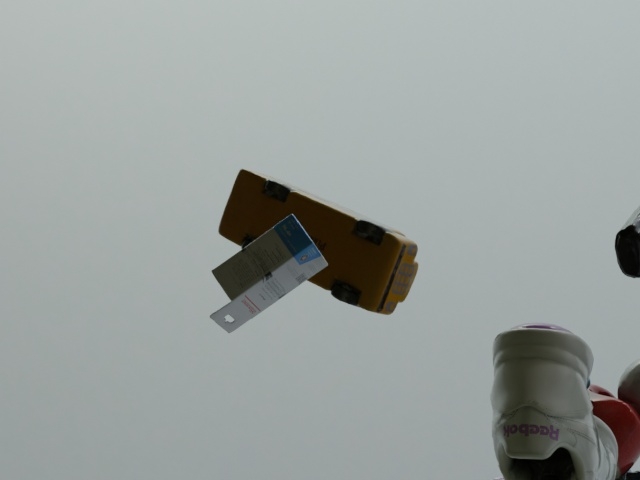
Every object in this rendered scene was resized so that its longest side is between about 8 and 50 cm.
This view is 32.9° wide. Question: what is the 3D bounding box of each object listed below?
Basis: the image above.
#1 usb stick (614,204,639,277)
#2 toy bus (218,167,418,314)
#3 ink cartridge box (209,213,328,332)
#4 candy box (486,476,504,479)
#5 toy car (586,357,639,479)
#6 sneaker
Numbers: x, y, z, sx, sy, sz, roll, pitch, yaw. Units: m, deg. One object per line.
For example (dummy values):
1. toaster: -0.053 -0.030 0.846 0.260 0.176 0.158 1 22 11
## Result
1. usb stick: 0.481 -0.036 1.533 0.045 0.077 0.278 1 -155 36
2. toy bus: 0.000 0.000 1.494 0.332 0.130 0.108 25 -85 40
3. ink cartridge box: -0.040 0.023 0.727 0.083 0.048 0.028 -35 -113 -1
4. candy box: 0.251 0.412 1.520 0.070 0.164 0.196 -119 -148 -41
5. toy car: 0.442 0.229 1.515 0.238 0.219 0.210 -31 177 -2
6. sneaker: 0.208 0.207 1.011 0.114 0.305 0.152 -3 -126 22
